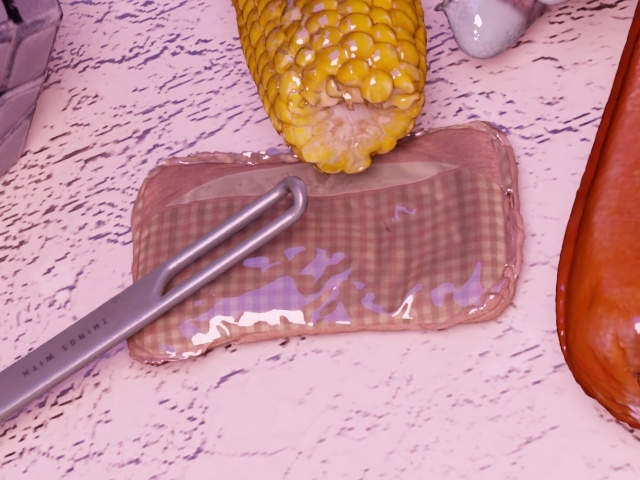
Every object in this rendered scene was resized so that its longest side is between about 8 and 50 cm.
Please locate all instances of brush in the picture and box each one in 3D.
[{"bbox_3d":[-0.113,0.052,0.894,0.266,0.027,0.062,-34,52,2],"label":"brush"}]

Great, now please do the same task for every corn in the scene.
[{"bbox_3d":[-0.005,-0.163,0.991,0.115,0.115,0.318,-19,44,3],"label":"corn"}]

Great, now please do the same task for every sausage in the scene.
[{"bbox_3d":[0.184,-0.051,0.858,0.102,0.102,0.330,7,58,23],"label":"sausage"}]

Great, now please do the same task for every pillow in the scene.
[{"bbox_3d":[0.001,-0.002,0.920,0.211,0.034,0.135,-9,50,9],"label":"pillow"}]

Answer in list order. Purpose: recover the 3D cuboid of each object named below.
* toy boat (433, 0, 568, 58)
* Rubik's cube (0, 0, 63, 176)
[{"bbox_3d":[0.161,-0.189,0.961,0.085,0.155,0.227,37,64,-7],"label":"toy boat"},{"bbox_3d":[-0.299,-0.118,0.954,0.319,0.319,0.264,7,81,22],"label":"Rubik's cube"}]
